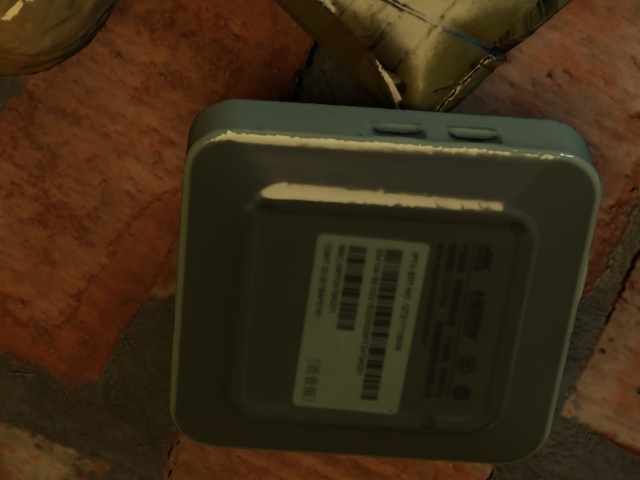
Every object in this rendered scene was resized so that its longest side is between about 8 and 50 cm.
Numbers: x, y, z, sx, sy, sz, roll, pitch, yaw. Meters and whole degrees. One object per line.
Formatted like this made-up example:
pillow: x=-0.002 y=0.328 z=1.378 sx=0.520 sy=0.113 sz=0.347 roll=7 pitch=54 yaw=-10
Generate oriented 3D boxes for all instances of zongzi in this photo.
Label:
zongzi: x=0.103 y=-0.271 z=1.686 sx=0.289 sy=0.123 sz=0.260 roll=-43 pitch=97 yaw=13

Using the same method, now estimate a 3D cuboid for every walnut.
walnut: x=-0.249 y=-0.238 z=1.708 sx=0.141 sy=0.204 sz=0.238 roll=26 pitch=110 yaw=-16

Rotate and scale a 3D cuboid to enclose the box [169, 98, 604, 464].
box: x=0.053 y=0.049 z=1.732 sx=0.373 sy=0.090 sz=0.367 roll=4 pitch=127 yaw=-3
